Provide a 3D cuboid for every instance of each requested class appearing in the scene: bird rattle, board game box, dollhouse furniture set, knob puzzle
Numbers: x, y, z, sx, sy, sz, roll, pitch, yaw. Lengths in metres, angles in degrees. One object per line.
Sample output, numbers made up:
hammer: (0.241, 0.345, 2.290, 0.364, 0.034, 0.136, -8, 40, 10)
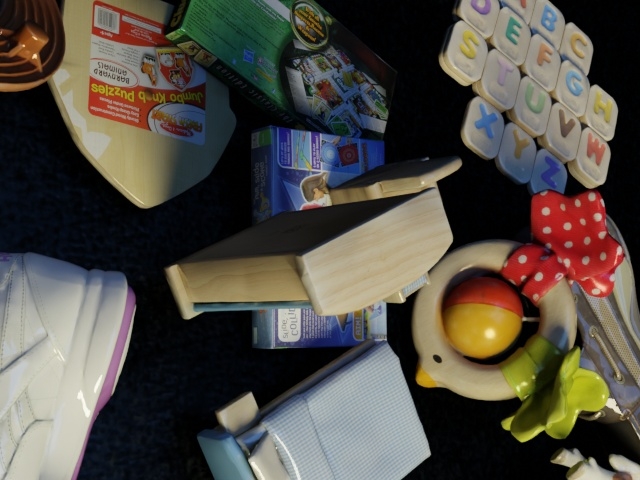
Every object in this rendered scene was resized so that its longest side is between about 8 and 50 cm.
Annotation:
bird rattle: (0.191, 0.069, 1.009, 0.143, 0.207, 0.253, 35, 59, -71)
board game box: (0.000, 0.000, 0.961, 0.136, 0.035, 0.201, 4, 83, -37)
dollhouse furniture set: (0.062, 0.112, 0.853, 0.286, 0.198, 0.303, -27, 103, -35)
knob puzzle: (-0.158, -0.121, 0.901, 0.213, 0.030, 0.213, 14, 70, -42)
board game box: (-0.028, -0.180, 1.002, 0.260, 0.030, 0.136, 35, 59, -34)

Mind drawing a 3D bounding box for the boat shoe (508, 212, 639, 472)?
boat shoe: (0.291, 0.139, 1.122, 0.130, 0.132, 0.355, -16, 80, -20)

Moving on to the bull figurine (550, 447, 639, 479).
bull figurine: (0.257, 0.333, 0.962, 0.188, 0.101, 0.310, 46, 48, 1)

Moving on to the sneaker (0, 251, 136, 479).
sneaker: (-0.240, 0.147, 0.726, 0.152, 0.114, 0.305, 20, 62, -12)

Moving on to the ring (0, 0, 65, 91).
ring: (-0.307, -0.240, 0.711, 0.336, 0.032, 0.336, 43, 21, -21)

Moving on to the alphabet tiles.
alphabet tiles: (0.262, -0.189, 1.255, 0.284, 0.021, 0.278, 34, 58, -24)
